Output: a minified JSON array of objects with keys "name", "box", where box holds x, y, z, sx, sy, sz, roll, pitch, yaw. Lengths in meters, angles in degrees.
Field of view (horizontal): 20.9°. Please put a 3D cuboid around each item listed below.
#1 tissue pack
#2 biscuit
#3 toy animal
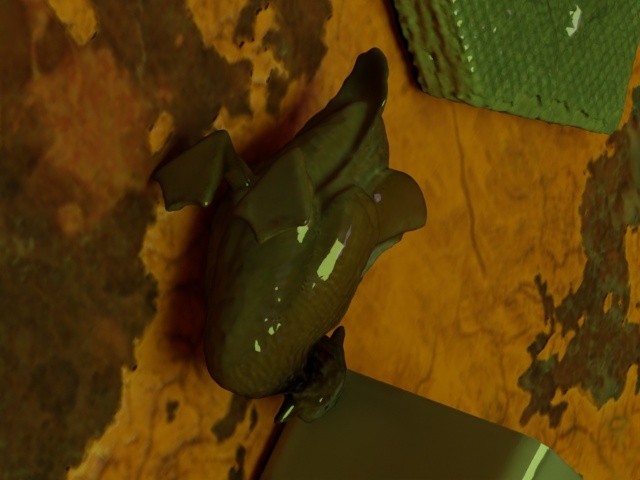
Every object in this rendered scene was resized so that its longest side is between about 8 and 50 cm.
[{"name":"tissue pack","box":[0.079,0.192,0.992,0.246,0.159,0.136,44,69,-51]},{"name":"biscuit","box":[0.122,-0.147,1.011,0.252,0.052,0.150,6,98,-53]},{"name":"toy animal","box":[0.000,0.000,0.883,0.188,0.089,0.179,-59,146,-20]}]
